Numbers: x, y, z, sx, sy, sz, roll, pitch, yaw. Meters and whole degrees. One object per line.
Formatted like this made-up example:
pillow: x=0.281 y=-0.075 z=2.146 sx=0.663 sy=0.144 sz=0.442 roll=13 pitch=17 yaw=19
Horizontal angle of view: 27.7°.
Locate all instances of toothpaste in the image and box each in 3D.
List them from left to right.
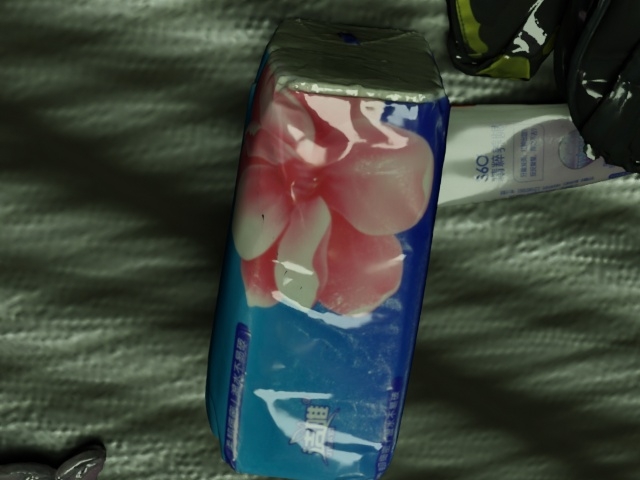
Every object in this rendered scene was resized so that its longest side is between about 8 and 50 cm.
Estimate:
toothpaste: x=0.216 y=-0.073 z=0.960 sx=0.301 sy=0.048 sz=0.075 roll=-5 pitch=123 yaw=-4

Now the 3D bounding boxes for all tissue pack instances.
tissue pack: x=0.000 y=0.000 z=0.876 sx=0.137 sy=0.209 sz=0.269 roll=7 pitch=112 yaw=-1

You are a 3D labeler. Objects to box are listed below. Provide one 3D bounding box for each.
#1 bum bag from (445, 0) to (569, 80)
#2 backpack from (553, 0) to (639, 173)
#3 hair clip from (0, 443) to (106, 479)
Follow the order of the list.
bum bag: x=0.115 y=-0.214 z=0.881 sx=0.107 sy=0.060 sz=0.232 roll=-18 pitch=117 yaw=8
backpack: x=0.257 y=-0.159 z=0.848 sx=0.206 sy=0.133 sz=0.258 roll=20 pitch=120 yaw=-8
hair clip: x=-0.261 y=0.227 z=1.007 sx=0.187 sy=0.056 sz=0.146 roll=1 pitch=118 yaw=-11
